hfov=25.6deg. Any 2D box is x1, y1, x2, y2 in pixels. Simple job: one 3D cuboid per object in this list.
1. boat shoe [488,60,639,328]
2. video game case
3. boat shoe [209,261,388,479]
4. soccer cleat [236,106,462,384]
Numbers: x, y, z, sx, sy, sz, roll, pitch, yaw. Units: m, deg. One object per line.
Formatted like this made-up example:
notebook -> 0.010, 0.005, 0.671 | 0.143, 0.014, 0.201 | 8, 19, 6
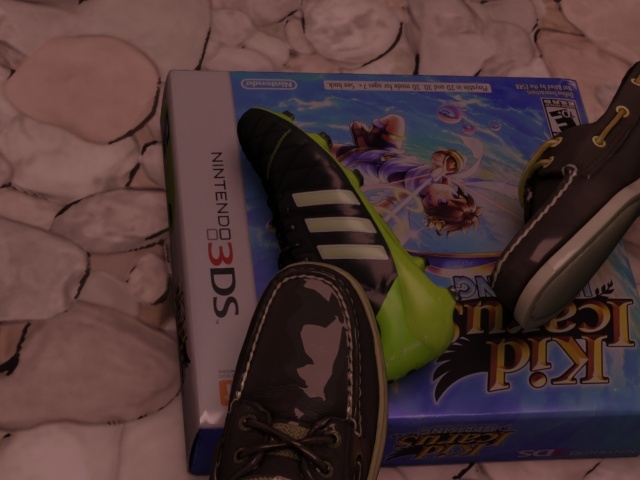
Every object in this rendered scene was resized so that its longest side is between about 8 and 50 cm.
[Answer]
boat shoe -> 0.153, -0.031, 0.803 | 0.068, 0.081, 0.227 | 38, 48, 15
video game case -> 0.047, 0.010, 0.835 | 0.269, 0.061, 0.244 | -1, 57, -12
boat shoe -> -0.014, 0.119, 0.683 | 0.080, 0.073, 0.224 | 8, 84, 8
soccer cleat -> 0.000, 0.000, 0.761 | 0.072, 0.060, 0.179 | -34, 69, -15
